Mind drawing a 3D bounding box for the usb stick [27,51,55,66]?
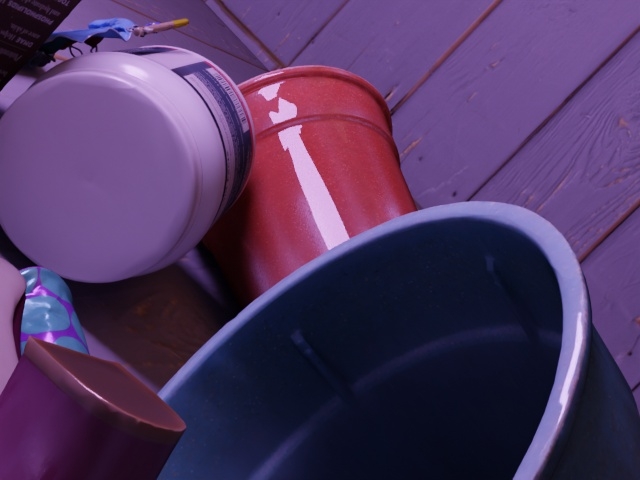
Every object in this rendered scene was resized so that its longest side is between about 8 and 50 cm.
[{"bbox_3d":[-0.374,-0.232,1.151,0.077,0.045,0.278,46,12,9],"label":"usb stick"}]

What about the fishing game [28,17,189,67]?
[{"bbox_3d":[-0.260,-0.179,1.004,0.189,0.264,0.041,-65,149,-75],"label":"fishing game"}]

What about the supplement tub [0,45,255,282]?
[{"bbox_3d":[-0.168,-0.075,0.965,0.191,0.191,0.272,44,12,-5],"label":"supplement tub"}]

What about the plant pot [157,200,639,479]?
[{"bbox_3d":[0.082,0.215,0.589,0.334,0.341,0.341,49,10,-20],"label":"plant pot"}]

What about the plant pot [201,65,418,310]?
[{"bbox_3d":[0.000,0.000,1.168,0.272,0.272,0.265,31,26,-47],"label":"plant pot"}]

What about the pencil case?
[{"bbox_3d":[-0.181,0.086,0.695,0.070,0.064,0.152,36,15,-42],"label":"pencil case"}]

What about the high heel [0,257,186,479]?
[{"bbox_3d":[-0.222,0.095,0.566,0.127,0.181,0.377,28,-1,-40],"label":"high heel"}]

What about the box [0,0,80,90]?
[{"bbox_3d":[-0.328,-0.203,0.833,0.168,0.203,0.167,49,13,18],"label":"box"}]
